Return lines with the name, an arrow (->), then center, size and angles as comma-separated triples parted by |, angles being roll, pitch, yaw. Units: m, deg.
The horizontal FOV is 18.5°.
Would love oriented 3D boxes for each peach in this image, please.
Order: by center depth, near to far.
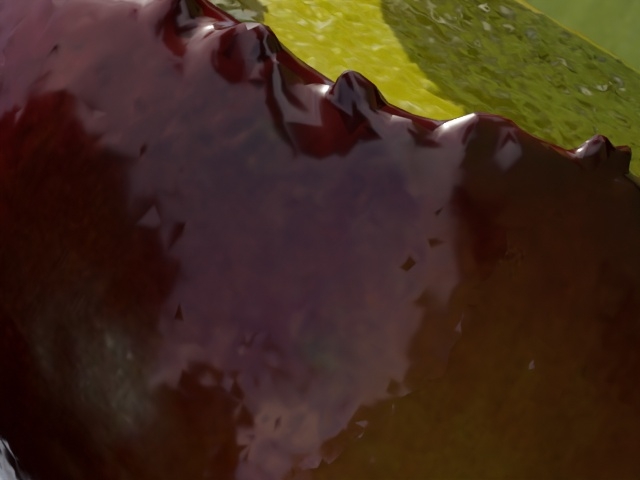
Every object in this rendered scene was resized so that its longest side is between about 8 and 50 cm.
peach -> 0.000, 0.022, 0.823 | 0.335, 0.406, 0.310 | 11, -64, -55
